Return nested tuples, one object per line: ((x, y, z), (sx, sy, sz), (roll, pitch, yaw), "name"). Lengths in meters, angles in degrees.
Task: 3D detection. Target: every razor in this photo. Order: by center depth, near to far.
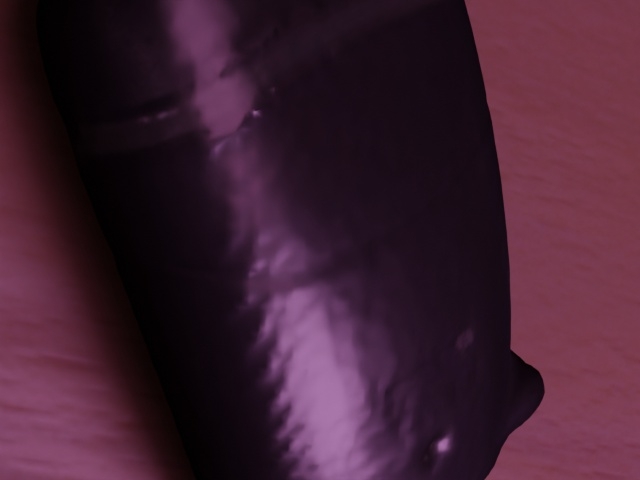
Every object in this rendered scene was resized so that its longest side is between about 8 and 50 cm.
((0.001, 0.000, 0.737), (0.204, 0.113, 0.349), (-34, 123, -30), "razor")
